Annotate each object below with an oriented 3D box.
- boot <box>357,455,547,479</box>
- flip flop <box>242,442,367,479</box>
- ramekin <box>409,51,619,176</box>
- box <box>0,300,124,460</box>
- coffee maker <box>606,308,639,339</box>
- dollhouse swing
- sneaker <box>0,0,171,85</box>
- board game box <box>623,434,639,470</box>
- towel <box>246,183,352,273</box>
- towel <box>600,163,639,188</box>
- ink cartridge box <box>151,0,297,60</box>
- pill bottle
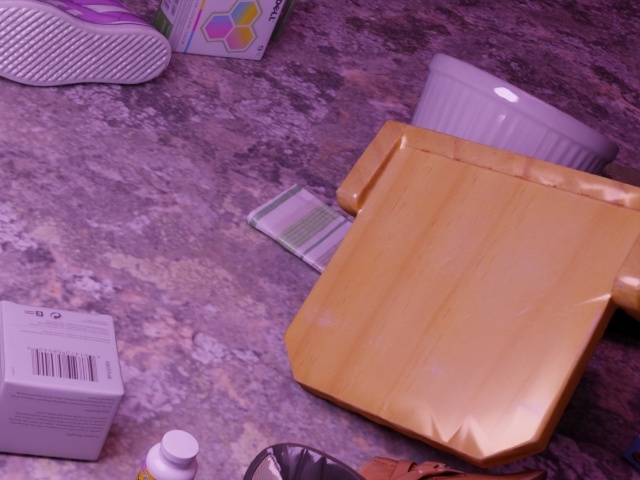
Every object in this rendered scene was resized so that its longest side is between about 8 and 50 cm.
[{"bbox_3d":[0.123,0.232,1.158,0.152,0.072,0.197,10,-2,24],"label":"boot"},{"bbox_3d":[0.056,0.266,1.046,0.277,0.112,0.080,27,-5,1],"label":"flip flop"},{"bbox_3d":[0.236,-0.127,1.616,0.273,0.127,0.273,27,6,-3],"label":"ramekin"},{"bbox_3d":[-0.229,0.119,1.058,0.101,0.087,0.102,10,35,-23],"label":"box"},{"bbox_3d":[0.336,0.061,1.519,0.178,0.120,0.171,14,52,-15],"label":"coffee maker"},{"bbox_3d":[0.190,0.076,1.305,0.347,0.304,0.315,19,-6,33],"label":"dollhouse swing"},{"bbox_3d":[-0.337,-0.266,1.534,0.282,0.102,0.161,4,33,-47],"label":"sneaker"},{"bbox_3d":[0.452,0.268,1.355,0.211,0.039,0.160,41,35,25],"label":"board game box"},{"bbox_3d":[0.000,0.000,1.451,0.152,0.023,0.113,36,36,13],"label":"towel"},{"bbox_3d":[0.494,-0.066,1.870,0.148,0.027,0.110,12,36,-23],"label":"towel"},{"bbox_3d":[-0.116,-0.313,1.729,0.209,0.109,0.062,1,40,-34],"label":"ink cartridge box"},{"bbox_3d":[-0.127,0.194,1.024,0.043,0.083,0.043,18,33,-12],"label":"pill bottle"}]
